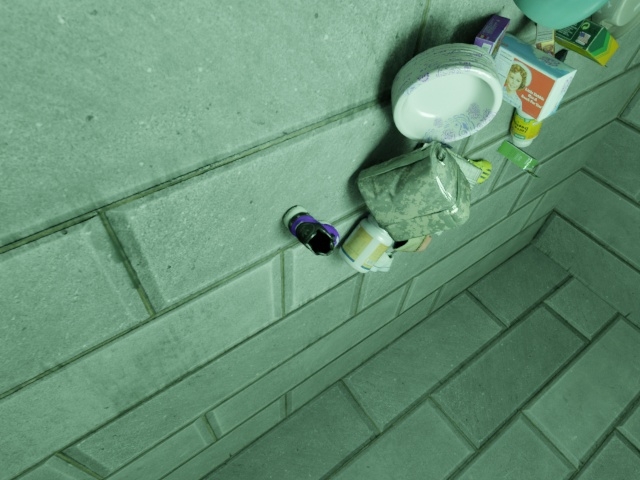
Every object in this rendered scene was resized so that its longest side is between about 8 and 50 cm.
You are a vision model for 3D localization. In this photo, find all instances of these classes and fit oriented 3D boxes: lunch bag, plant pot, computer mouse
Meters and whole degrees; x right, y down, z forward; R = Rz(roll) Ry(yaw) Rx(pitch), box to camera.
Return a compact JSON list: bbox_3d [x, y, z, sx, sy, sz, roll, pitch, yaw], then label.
[{"bbox_3d":[0.294,-0.163,1.325,0.304,0.213,0.256,-13,141,39],"label":"lunch bag"},{"bbox_3d":[0.644,-0.705,1.086,0.292,0.293,0.235,-24,162,-30],"label":"plant pot"},{"bbox_3d":[0.991,-0.744,1.685,0.242,0.041,0.071,-37,150,-12],"label":"computer mouse"}]

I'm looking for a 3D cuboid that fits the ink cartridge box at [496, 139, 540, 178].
[{"bbox_3d":[0.920,-0.370,1.919,0.108,0.209,0.062,-3,133,-49],"label":"ink cartridge box"}]

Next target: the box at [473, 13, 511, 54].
[{"bbox_3d":[0.474,-0.502,1.288,0.201,0.057,0.294,-52,160,-37],"label":"box"}]

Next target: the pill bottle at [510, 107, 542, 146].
[{"bbox_3d":[0.877,-0.498,1.792,0.117,0.118,0.208,-38,151,-8],"label":"pill bottle"}]

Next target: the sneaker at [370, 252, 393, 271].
[{"bbox_3d":[0.237,0.079,1.831,0.258,0.094,0.092,6,107,-59],"label":"sneaker"}]

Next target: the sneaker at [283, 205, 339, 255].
[{"bbox_3d":[-0.001,0.001,1.359,0.102,0.146,0.293,-48,150,10],"label":"sneaker"}]

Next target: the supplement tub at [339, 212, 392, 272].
[{"bbox_3d":[0.180,0.007,1.587,0.200,0.144,0.144,-52,149,17],"label":"supplement tub"}]

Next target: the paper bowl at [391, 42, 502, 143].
[{"bbox_3d":[0.335,-0.409,1.151,0.283,0.148,0.284,0,155,0],"label":"paper bowl"}]

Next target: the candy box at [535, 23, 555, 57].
[{"bbox_3d":[0.708,-0.674,1.318,0.109,0.053,0.187,20,76,-58],"label":"candy box"}]

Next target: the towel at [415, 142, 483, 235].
[{"bbox_3d":[0.420,-0.187,1.567,0.323,0.056,0.312,19,113,-28],"label":"towel"}]

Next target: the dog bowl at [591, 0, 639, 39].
[{"bbox_3d":[1.174,-0.946,1.577,0.348,0.102,0.349,-30,149,-20],"label":"dog bowl"}]

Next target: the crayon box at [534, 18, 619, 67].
[{"bbox_3d":[0.901,-0.706,1.464,0.318,0.202,0.081,-9,137,-46],"label":"crayon box"}]

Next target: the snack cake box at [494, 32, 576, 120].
[{"bbox_3d":[0.634,-0.516,1.323,0.089,0.264,0.152,-28,149,-20],"label":"snack cake box"}]

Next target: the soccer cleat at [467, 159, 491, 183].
[{"bbox_3d":[0.650,-0.301,1.808,0.288,0.093,0.121,-25,140,-29],"label":"soccer cleat"}]

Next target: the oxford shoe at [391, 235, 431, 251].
[{"bbox_3d":[0.407,-0.096,1.743,0.146,0.141,0.397,-8,131,-23],"label":"oxford shoe"}]
